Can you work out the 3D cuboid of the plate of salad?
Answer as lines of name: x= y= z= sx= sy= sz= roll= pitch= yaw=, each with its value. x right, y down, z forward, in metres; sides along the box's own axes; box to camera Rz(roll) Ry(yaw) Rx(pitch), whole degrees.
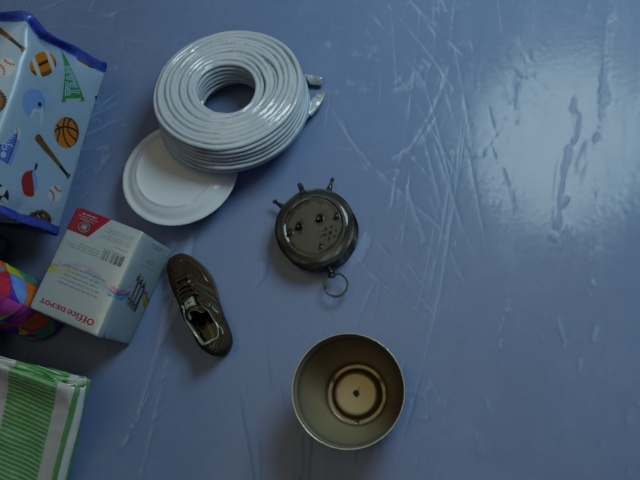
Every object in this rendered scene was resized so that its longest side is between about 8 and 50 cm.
plate of salad: x=-0.234 y=-0.111 z=1.271 sx=0.200 sy=0.048 sz=0.199 roll=-3 pitch=66 yaw=7

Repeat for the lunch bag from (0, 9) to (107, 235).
lunch bag: x=-0.609 y=-0.203 z=1.279 sx=0.386 sy=0.239 sz=0.327 roll=9 pitch=78 yaw=29

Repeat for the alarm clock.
alarm clock: x=0.000 y=0.000 z=1.199 sx=0.129 sy=0.064 sz=0.192 roll=-21 pitch=76 yaw=4

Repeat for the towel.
towel: x=-0.534 y=0.281 z=1.164 sx=0.325 sy=0.038 sz=0.247 roll=15 pitch=103 yaw=0

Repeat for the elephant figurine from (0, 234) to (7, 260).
elephant figurine: x=-0.658 y=0.037 z=1.241 sx=0.240 sy=0.169 sz=0.185 roll=4 pitch=95 yaw=4

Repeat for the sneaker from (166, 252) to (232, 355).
sneaker: x=-0.196 y=0.095 z=1.202 sx=0.066 sy=0.071 sz=0.188 roll=-32 pitch=73 yaw=1

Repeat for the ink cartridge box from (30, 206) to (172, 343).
ink cartridge box: x=-0.347 y=0.060 z=1.209 sx=0.128 sy=0.127 sz=0.176 roll=21 pitch=80 yaw=14

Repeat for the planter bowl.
planter bowl: x=0.047 y=0.223 z=1.105 sx=0.162 sy=0.109 sz=0.162 roll=-3 pitch=75 yaw=10

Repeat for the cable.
cable: x=-0.146 y=-0.230 z=1.242 sx=0.257 sy=0.089 sz=0.257 roll=22 pitch=66 yaw=16

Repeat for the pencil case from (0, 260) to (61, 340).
pencil case: x=-0.499 y=0.085 z=1.175 sx=0.105 sy=0.236 sz=0.104 roll=-6 pitch=67 yaw=13
